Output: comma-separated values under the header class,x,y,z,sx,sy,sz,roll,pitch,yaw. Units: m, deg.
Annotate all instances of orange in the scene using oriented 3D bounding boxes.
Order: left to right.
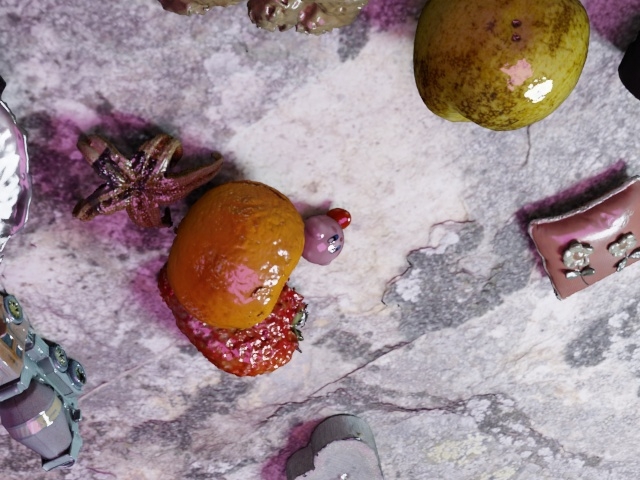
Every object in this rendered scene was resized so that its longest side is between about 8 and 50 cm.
class,x,y,z,sx,sy,sz,roll,pitch,yaw
orange,-0.110,0.015,1.187,0.161,0.193,0.193,28,120,-7

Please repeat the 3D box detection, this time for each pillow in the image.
class,x,y,z,sx,sy,sz,roll,pitch,yaw
pillow,0.411,0.002,1.385,0.179,0.075,0.171,-27,131,7

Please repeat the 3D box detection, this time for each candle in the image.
class,x,y,z,sx,sy,sz,roll,pitch,yaw
candle,0.038,0.389,1.621,0.169,0.068,0.192,24,122,-27

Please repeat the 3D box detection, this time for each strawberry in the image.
class,x,y,z,sx,sy,sz,roll,pitch,yaw
strawberry,-0.121,0.127,1.328,0.236,0.106,0.175,8,127,-21

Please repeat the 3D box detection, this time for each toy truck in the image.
class,x,y,z,sx,sy,sz,roll,pitch,yaw
toy truck,-0.413,0.201,1.290,0.108,0.140,0.256,-23,132,6

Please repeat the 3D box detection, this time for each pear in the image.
class,x,y,z,sx,sy,sz,roll,pitch,yaw
pear,0.194,-0.213,1.056,0.197,0.197,0.197,-8,131,-9

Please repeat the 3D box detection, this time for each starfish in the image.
class,x,y,z,sx,sy,sz,roll,pitch,yaw
starfish,-0.213,-0.069,1.163,0.190,0.074,0.146,-4,125,-14

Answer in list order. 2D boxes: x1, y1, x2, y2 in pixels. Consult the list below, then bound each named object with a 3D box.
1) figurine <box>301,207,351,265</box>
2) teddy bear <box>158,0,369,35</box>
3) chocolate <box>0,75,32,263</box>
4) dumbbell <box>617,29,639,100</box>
class,x,y,z,sx,sy,sz,roll,pitch,yaw
figurine,0.000,0.000,1.278,0.067,0.071,0.083,17,127,26
teddy bear,-0.050,-0.309,0.944,0.256,0.156,0.267,2,130,-15
chocolate,-0.486,-0.076,0.987,0.303,0.213,0.303,-28,129,-40
dumbbell,0.488,-0.284,1.092,0.185,0.185,0.388,3,128,-18
